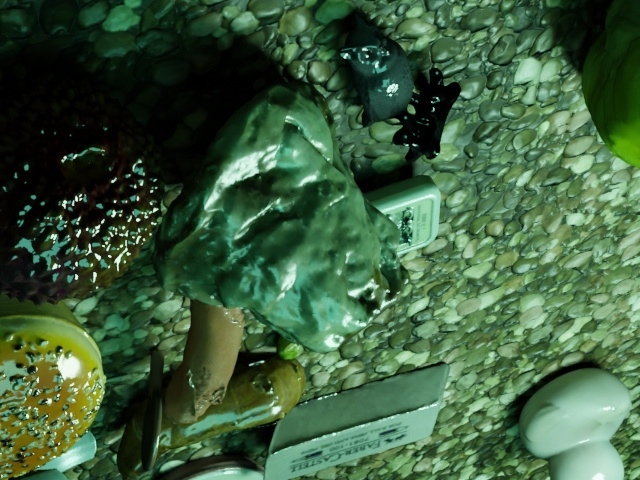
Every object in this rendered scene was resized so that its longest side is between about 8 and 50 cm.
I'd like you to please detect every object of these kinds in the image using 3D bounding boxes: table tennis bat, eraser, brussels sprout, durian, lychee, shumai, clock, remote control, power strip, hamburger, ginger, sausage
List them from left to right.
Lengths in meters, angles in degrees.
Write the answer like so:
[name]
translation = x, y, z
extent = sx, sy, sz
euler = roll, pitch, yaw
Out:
[hamburger]
translation = -0.413, 0.189, 1.859
extent = 0.300, 0.176, 0.300
euler = -17, 143, -13
[power strip]
translation = -0.400, 0.319, 2.030
extent = 0.168, 0.054, 0.253
euler = -14, -172, 0
[lychee]
translation = -0.309, -0.043, 1.591
extent = 0.271, 0.271, 0.271
euler = -18, 144, -13
[table tennis bat]
translation = -0.281, 0.231, 2.047
extent = 0.119, 0.169, 0.107
euler = 8, 162, -15
[clock]
translation = -0.194, 0.439, 2.432
extent = 0.244, 0.056, 0.244
euler = -18, 144, -14
[sausage]
translation = -0.154, 0.153, 1.976
extent = 0.079, 0.087, 0.326
euler = -56, 170, -40
[ginger]
translation = -0.160, 0.247, 2.169
extent = 0.309, 0.107, 0.133
euler = -19, 167, -14
[brussels sprout]
translation = -0.031, 0.146, 2.170
extent = 0.083, 0.046, 0.051
euler = -35, 138, 13
[shumai]
translation = -0.017, -0.010, 1.698
extent = 0.309, 0.263, 0.304
euler = -50, 176, -32
[remote control]
translation = 0.000, 0.000, 1.985
extent = 0.335, 0.065, 0.128
euler = -18, 143, -13
[eraser]
translation = 0.061, 0.298, 2.400
extent = 0.353, 0.077, 0.111
euler = -14, 143, -18
[durian]
translation = 0.434, -0.200, 1.865
extent = 0.205, 0.339, 0.255
euler = -11, 123, 11

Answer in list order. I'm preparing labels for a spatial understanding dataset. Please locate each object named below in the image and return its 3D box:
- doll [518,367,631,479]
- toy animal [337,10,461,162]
[doll]
translation = 0.470, 0.358, 2.635
extent = 0.221, 0.221, 0.251
euler = -1, 138, -33
[toy animal]
translation = 0.072, -0.198, 1.788
extent = 0.117, 0.121, 0.210
euler = 1, 147, 44
